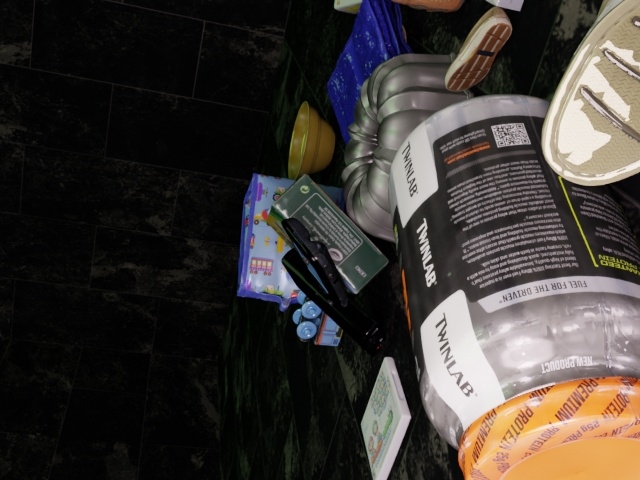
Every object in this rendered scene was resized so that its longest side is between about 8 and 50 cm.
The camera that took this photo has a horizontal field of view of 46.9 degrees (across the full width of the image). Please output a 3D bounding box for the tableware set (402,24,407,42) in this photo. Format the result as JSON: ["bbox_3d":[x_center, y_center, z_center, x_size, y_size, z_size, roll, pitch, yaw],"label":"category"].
[{"bbox_3d":[0.127,-0.433,1.465,0.141,0.020,0.168,158,98,-74],"label":"tableware set"}]

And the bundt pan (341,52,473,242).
[{"bbox_3d":[0.121,-0.150,1.198,0.331,0.124,0.330,-172,90,-78],"label":"bundt pan"}]

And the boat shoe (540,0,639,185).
[{"bbox_3d":[0.272,-0.176,0.558,0.302,0.113,0.103,-57,1,15],"label":"boat shoe"}]

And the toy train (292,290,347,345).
[{"bbox_3d":[0.007,0.134,1.542,0.080,0.105,0.184,-113,34,-61],"label":"toy train"}]

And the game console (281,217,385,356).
[{"bbox_3d":[0.000,0.064,1.208,0.044,0.213,0.361,-44,-27,-10],"label":"game console"}]

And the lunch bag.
[{"bbox_3d":[-0.067,0.018,1.677,0.138,0.221,0.293,123,153,-62],"label":"lunch bag"}]

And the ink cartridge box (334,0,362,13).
[{"bbox_3d":[0.131,-0.657,1.584,0.307,0.072,0.303,-150,69,-65],"label":"ink cartridge box"}]

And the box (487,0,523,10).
[{"bbox_3d":[0.247,-0.404,1.003,0.186,0.038,0.145,-108,29,-61],"label":"box"}]

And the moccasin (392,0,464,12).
[{"bbox_3d":[0.184,-0.548,1.120,0.139,0.147,0.379,-110,31,-64],"label":"moccasin"}]

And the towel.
[{"bbox_3d":[0.090,-0.318,1.447,0.308,0.076,0.227,115,148,-59],"label":"towel"}]

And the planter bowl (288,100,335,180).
[{"bbox_3d":[-0.017,-0.247,1.922,0.217,0.091,0.217,-171,90,-77],"label":"planter bowl"}]

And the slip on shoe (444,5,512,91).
[{"bbox_3d":[0.215,-0.263,1.019,0.135,0.052,0.041,120,150,-51],"label":"slip on shoe"}]

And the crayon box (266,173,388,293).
[{"bbox_3d":[0.000,0.000,1.353,0.083,0.203,0.323,-44,1,-6],"label":"crayon box"}]

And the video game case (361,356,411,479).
[{"bbox_3d":[0.104,0.296,1.210,0.143,0.019,0.157,-103,25,-59],"label":"video game case"}]

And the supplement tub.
[{"bbox_3d":[0.177,0.046,0.642,0.337,0.207,0.207,-93,17,-44],"label":"supplement tub"}]
